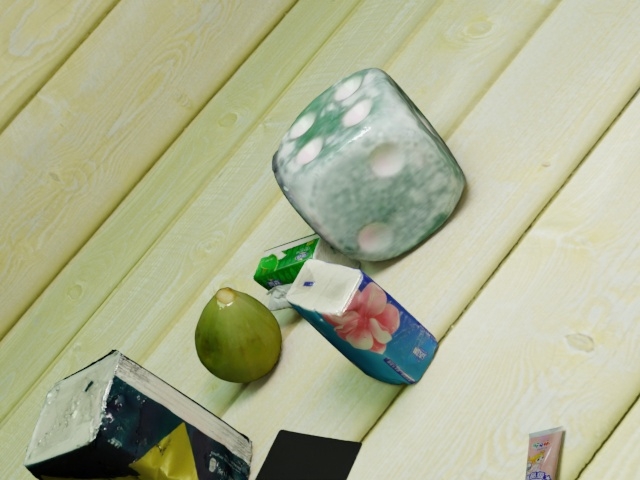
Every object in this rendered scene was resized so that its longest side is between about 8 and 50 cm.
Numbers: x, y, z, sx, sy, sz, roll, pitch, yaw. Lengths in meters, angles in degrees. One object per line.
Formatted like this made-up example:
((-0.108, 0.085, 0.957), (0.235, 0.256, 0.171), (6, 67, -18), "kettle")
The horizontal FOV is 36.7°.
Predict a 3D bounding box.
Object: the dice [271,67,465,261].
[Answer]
((0.111, -0.172, 2.266), (0.348, 0.330, 0.328), (-36, 30, 14), "dice")

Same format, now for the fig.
((-0.208, 0.225, 2.295), (0.207, 0.230, 0.207), (-32, 33, 24), "fig")

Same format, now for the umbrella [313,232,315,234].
((0.000, 0.000, 2.485), (0.143, 0.062, 0.067), (-32, 2, 26), "umbrella")

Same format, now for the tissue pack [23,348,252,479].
((-0.378, 0.451, 2.048), (0.264, 0.416, 0.253), (-27, 35, 31), "tissue pack")

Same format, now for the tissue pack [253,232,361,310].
((-0.040, 0.093, 2.325), (0.209, 0.148, 0.156), (-17, 40, 40), "tissue pack")

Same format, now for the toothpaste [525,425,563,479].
((0.358, 0.387, 1.567), (0.067, 0.043, 0.194), (-25, 30, 36), "toothpaste")

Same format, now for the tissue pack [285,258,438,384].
((0.080, 0.169, 1.956), (0.209, 0.269, 0.137), (14, 66, 54), "tissue pack")

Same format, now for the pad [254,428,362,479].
((-0.034, 0.475, 1.995), (0.265, 0.009, 0.160), (-4, 50, 49), "pad")
